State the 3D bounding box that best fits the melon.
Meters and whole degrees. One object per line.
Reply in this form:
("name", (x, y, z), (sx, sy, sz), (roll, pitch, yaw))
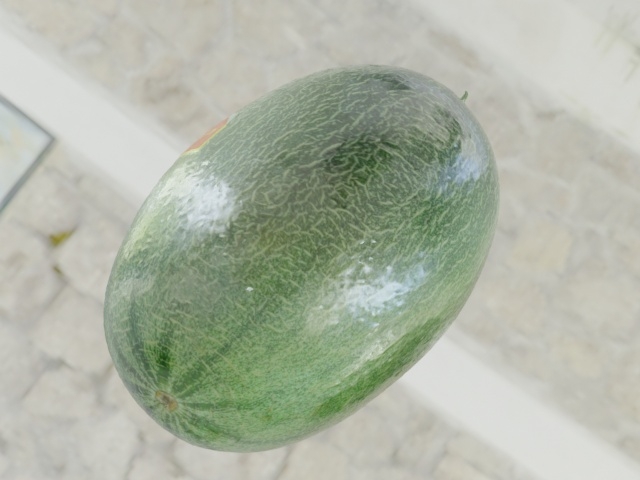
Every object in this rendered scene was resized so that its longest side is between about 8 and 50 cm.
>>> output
("melon", (0.000, 0.000, 0.855), (0.182, 0.287, 0.182), (36, -30, 25))
